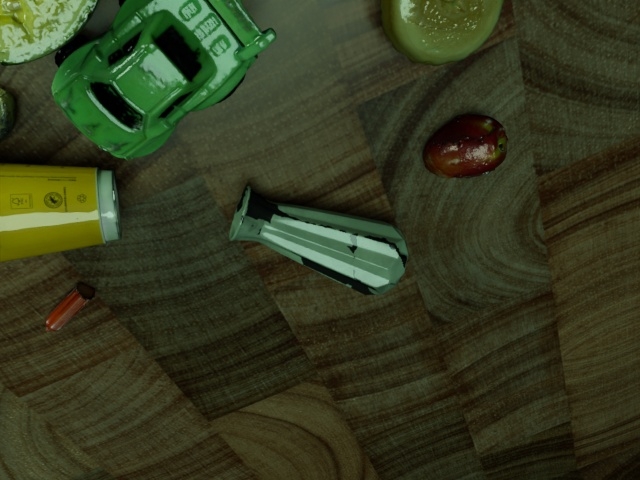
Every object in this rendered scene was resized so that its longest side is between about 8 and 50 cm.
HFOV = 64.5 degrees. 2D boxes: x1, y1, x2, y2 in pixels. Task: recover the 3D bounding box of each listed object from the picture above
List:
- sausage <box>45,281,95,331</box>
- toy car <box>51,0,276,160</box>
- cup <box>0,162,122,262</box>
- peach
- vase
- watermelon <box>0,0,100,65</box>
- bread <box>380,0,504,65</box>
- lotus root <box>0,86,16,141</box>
[{"bbox_3d":[-0.546,0.153,1.092,0.145,0.050,0.048,-42,163,15],"label":"sausage"},{"bbox_3d":[-0.253,-0.277,0.798,0.358,0.176,0.213,-34,122,11],"label":"toy car"},{"bbox_3d":[-0.504,-0.053,0.894,0.279,0.196,0.197,-6,124,-19],"label":"cup"},{"bbox_3d":[0.286,-0.192,1.020,0.172,0.127,0.092,-7,136,23],"label":"peach"},{"bbox_3d":[0.000,0.000,1.052,0.359,0.165,0.165,18,117,-18],"label":"vase"},{"bbox_3d":[-0.448,-0.413,0.665,0.330,0.189,0.331,-9,116,-20],"label":"watermelon"},{"bbox_3d":[0.203,-0.399,0.858,0.213,0.105,0.214,-8,126,-11],"label":"bread"},{"bbox_3d":[-0.544,-0.210,0.854,0.054,0.049,0.099,7,120,-26],"label":"lotus root"}]
